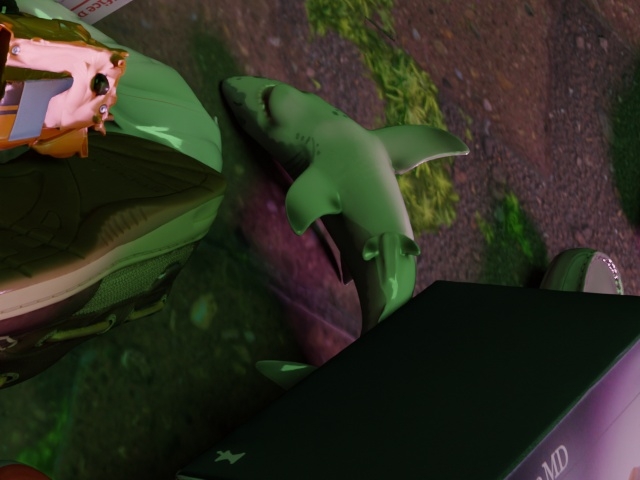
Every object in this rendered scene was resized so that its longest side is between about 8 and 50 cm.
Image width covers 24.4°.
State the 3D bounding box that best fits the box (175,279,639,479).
[{"bbox_3d":[0.091,0.211,0.862,0.296,0.183,0.294,-32,118,-51],"label":"box"}]

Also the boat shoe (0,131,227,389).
[{"bbox_3d":[-0.166,0.029,0.750,0.123,0.123,0.342,26,20,16],"label":"boat shoe"}]

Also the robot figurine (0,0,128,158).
[{"bbox_3d":[-0.246,-0.092,0.690,0.291,0.211,0.085,-5,118,-47],"label":"robot figurine"}]

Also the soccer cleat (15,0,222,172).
[{"bbox_3d":[-0.131,-0.095,0.906,0.196,0.068,0.076,42,39,-40],"label":"soccer cleat"}]

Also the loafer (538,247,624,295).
[{"bbox_3d":[0.230,0.147,1.176,0.112,0.111,0.319,28,54,-40],"label":"loafer"}]

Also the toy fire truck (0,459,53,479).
[{"bbox_3d":[-0.134,0.194,0.706,0.047,0.135,0.192,16,62,-45],"label":"toy fire truck"}]

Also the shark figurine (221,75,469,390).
[{"bbox_3d":[0.019,0.021,1.005,0.166,0.116,0.278,2,59,-14],"label":"shark figurine"}]

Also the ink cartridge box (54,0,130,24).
[{"bbox_3d":[-0.165,-0.177,0.868,0.180,0.104,0.060,26,55,-40],"label":"ink cartridge box"}]
